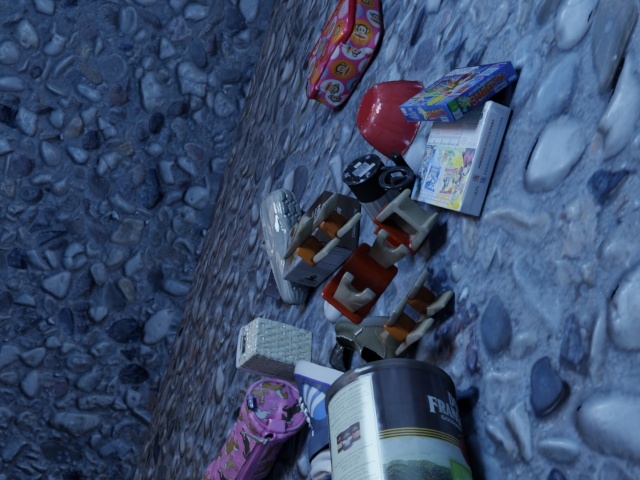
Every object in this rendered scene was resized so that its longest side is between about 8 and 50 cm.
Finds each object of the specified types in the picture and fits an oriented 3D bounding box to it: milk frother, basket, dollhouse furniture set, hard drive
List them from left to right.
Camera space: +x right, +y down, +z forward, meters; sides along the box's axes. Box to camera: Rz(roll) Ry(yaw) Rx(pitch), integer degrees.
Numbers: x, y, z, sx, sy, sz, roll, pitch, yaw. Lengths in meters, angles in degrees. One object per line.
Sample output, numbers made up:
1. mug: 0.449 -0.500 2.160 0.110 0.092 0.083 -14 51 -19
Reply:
1. basket: -0.109 0.266 1.842 0.103 0.167 0.113 -44 35 47
2. hard drive: -0.087 0.043 2.123 0.172 0.054 0.255 -176 101 -71
3. dollhouse furniture set: 0.097 0.039 1.308 0.259 0.262 0.135 -47 -4 -38
4. milk frother: 0.133 -0.088 1.445 0.129 0.135 0.143 -30 35 11

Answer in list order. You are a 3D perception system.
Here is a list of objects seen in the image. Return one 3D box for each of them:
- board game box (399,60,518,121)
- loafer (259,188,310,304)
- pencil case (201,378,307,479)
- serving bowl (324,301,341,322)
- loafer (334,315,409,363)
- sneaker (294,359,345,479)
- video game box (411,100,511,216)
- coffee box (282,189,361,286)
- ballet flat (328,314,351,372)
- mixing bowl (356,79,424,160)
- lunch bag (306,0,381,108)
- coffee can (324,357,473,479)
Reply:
1. board game box: 0.235 -0.258 1.310 0.136 0.035 0.201 -35 16 -8
2. loafer: -0.098 0.022 1.994 0.111 0.112 0.320 -24 65 39
3. pencil case: -0.166 0.507 1.830 0.160 0.167 0.386 51 131 28
4. serving bowl: 0.028 0.148 1.739 0.083 0.027 0.083 -165 90 -71
5. loafer: 0.089 0.193 1.414 0.251 0.094 0.088 158 129 -68
6. sneaker: 0.010 0.368 1.448 0.322 0.130 0.236 -4 68 65
7. video game box: 0.240 -0.146 1.313 0.205 0.048 0.187 -150 77 -72
8. coffee box: 0.000 0.000 1.824 0.246 0.098 0.141 133 147 -56
9. ballet flat: 0.065 0.195 1.584 0.049 0.057 0.173 23 101 32
10. mixing bowl: 0.140 -0.274 1.630 0.181 0.098 0.182 -165 90 -73
11. lunch bag: 0.063 -0.537 2.056 0.293 0.120 0.258 127 156 -45
12. coffee can: 0.114 0.337 1.055 0.275 0.201 0.202 -94 26 -45
